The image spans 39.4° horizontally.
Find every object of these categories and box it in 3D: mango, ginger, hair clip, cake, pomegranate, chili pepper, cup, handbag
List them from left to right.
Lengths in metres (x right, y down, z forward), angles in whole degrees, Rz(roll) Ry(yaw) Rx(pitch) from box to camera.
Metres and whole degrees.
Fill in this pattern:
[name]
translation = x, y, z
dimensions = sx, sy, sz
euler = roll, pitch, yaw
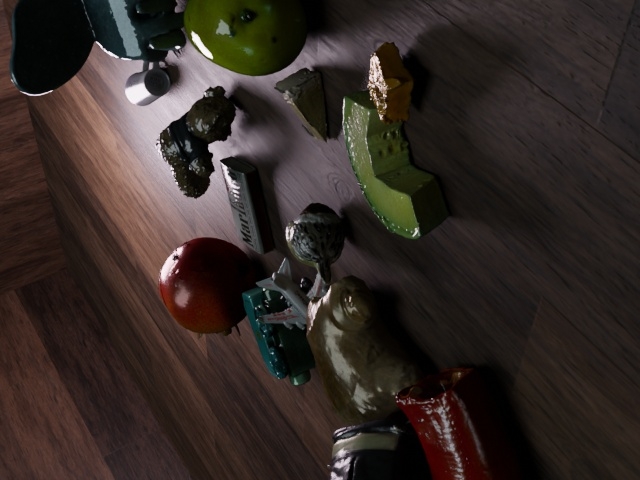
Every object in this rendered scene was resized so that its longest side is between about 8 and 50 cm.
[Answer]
[hair clip]
translation = -0.356, -0.459, 1.559
dimensions = 0.238, 0.392, 0.318
euler = -7, 104, 36
[cup]
translation = -0.375, -0.352, 1.954
dimensions = 0.116, 0.074, 0.104
euler = -1, 82, 61
[pomegranate]
translation = -0.236, 0.106, 1.892
dimensions = 0.210, 0.210, 0.235
euler = 39, 144, 47
[mango]
translation = -0.117, -0.317, 1.333
dimensions = 0.143, 0.175, 0.293
euler = -70, 17, 0
[cake]
translation = -0.013, -0.203, 1.368
dimensions = 0.052, 0.065, 0.121
euler = 36, 165, 49
[ginger]
translation = 0.068, 0.172, 1.417
dimensions = 0.276, 0.130, 0.221
euler = 40, 136, 36
[handbag]
translation = 0.110, 0.388, 1.345
dimensions = 0.181, 0.181, 0.254
euler = -18, 133, 33
[chili pepper]
translation = 0.223, 0.348, 1.244
dimensions = 0.135, 0.131, 0.338
euler = -19, 91, 39

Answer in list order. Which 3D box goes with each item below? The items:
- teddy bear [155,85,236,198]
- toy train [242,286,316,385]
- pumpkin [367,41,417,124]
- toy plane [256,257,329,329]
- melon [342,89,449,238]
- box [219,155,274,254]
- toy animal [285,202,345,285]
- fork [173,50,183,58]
[teddy bear]
translation = -0.245, -0.185, 1.706
dimensions = 0.251, 0.129, 0.182
euler = -53, 49, 44
[toy train]
translation = -0.072, 0.173, 1.729
dimensions = 0.163, 0.112, 0.203
euler = 12, 119, 68
[pumpkin]
translation = 0.092, -0.199, 1.123
dimensions = 0.083, 0.054, 0.074
euler = 88, 167, -59
[toy plane]
translation = -0.030, 0.114, 1.610
dimensions = 0.171, 0.162, 0.065
euler = 44, -160, -15
[melon]
translation = 0.094, -0.105, 1.193
dimensions = 0.118, 0.064, 0.209
euler = -12, 98, 67
[box]
translation = -0.146, -0.069, 1.757
dimensions = 0.115, 0.036, 0.177
euler = 31, 139, 55
[toy animal]
translation = 0.000, 0.000, 1.436
dimensions = 0.137, 0.098, 0.098
euler = -118, 20, -45
[fork]
translation = -0.302, -0.420, 1.793
dimensions = 0.012, 0.016, 0.115
euler = -10, 103, 43
